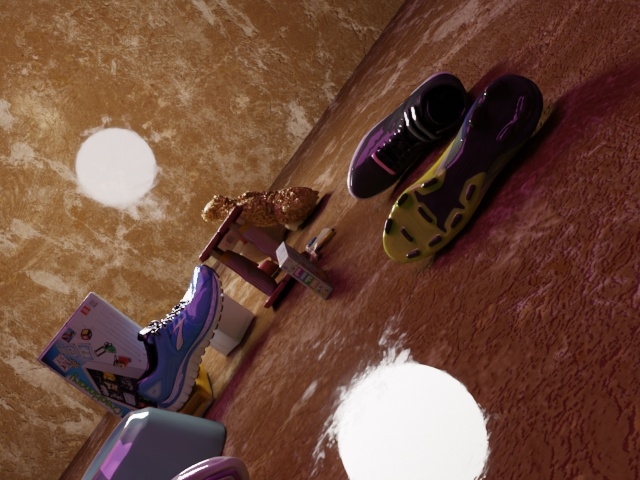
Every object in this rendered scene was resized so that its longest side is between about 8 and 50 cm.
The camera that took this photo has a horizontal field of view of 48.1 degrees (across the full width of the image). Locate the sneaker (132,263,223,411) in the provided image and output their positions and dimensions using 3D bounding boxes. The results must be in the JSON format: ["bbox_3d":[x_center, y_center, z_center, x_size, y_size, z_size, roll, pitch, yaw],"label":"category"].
[{"bbox_3d":[-0.319,0.200,1.591,0.130,0.147,0.330,-26,44,62],"label":"sneaker"}]

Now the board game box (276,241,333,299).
[{"bbox_3d":[-0.032,0.054,1.352,0.026,0.103,0.154,-53,11,5],"label":"board game box"}]

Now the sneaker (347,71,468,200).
[{"bbox_3d":[0.153,-0.188,1.299,0.296,0.104,0.147,-48,6,8],"label":"sneaker"}]

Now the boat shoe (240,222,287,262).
[{"bbox_3d":[-0.165,-0.013,2.159,0.092,0.103,0.285,-50,6,46],"label":"boat shoe"}]

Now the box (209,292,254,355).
[{"bbox_3d":[-0.236,0.205,1.760,0.087,0.102,0.101,-46,13,46],"label":"box"}]

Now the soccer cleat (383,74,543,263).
[{"bbox_3d":[0.192,-0.084,0.945,0.289,0.093,0.121,-55,-20,17],"label":"soccer cleat"}]

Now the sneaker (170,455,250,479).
[{"bbox_3d":[-0.201,0.383,1.022,0.305,0.114,0.152,-49,13,25],"label":"sneaker"}]

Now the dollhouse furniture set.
[{"bbox_3d":[-0.158,0.024,1.770,0.152,0.201,0.374,-54,4,2],"label":"dollhouse furniture set"}]

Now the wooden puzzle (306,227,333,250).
[{"bbox_3d":[0.000,0.000,1.630,0.078,0.014,0.116,-50,11,0],"label":"wooden puzzle"}]

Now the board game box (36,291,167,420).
[{"bbox_3d":[-0.466,0.286,1.663,0.193,0.305,0.053,-52,9,-9],"label":"board game box"}]

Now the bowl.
[{"bbox_3d":[-0.326,0.427,1.299,0.311,0.163,0.311,-52,10,13],"label":"bowl"}]

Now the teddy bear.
[{"bbox_3d":[-0.167,-0.077,2.015,0.245,0.338,0.113,34,-126,-80],"label":"teddy bear"}]

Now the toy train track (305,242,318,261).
[{"bbox_3d":[-0.016,0.026,1.572,0.048,0.014,0.083,-69,20,6],"label":"toy train track"}]

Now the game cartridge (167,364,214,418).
[{"bbox_3d":[-0.368,0.434,1.699,0.285,0.052,0.323,-52,14,-5],"label":"game cartridge"}]
